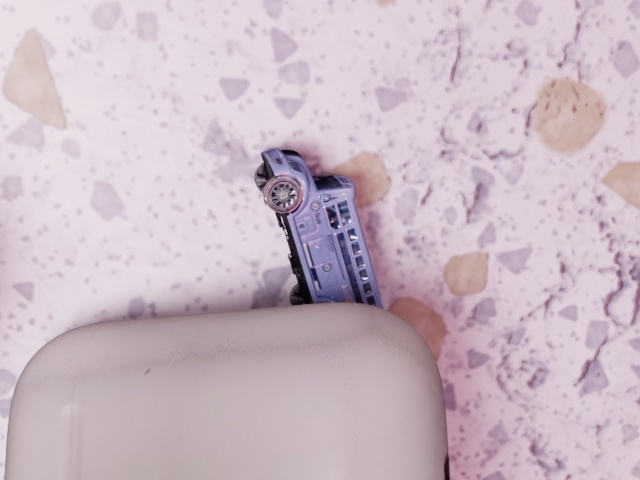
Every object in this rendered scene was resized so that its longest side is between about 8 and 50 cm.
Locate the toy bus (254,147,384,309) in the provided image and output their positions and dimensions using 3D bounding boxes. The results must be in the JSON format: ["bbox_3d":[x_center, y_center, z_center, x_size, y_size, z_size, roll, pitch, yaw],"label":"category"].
[{"bbox_3d":[0.000,0.000,0.760,0.076,0.073,0.167,-18,109,-6],"label":"toy bus"}]

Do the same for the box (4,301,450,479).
[{"bbox_3d":[-0.075,0.196,0.686,0.348,0.141,0.289,-7,75,17],"label":"box"}]
